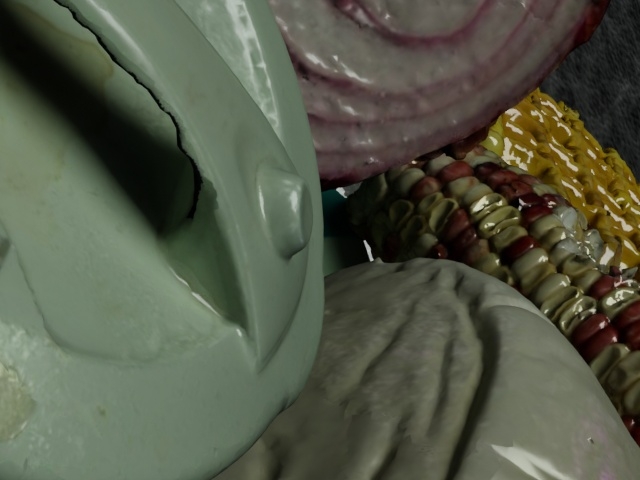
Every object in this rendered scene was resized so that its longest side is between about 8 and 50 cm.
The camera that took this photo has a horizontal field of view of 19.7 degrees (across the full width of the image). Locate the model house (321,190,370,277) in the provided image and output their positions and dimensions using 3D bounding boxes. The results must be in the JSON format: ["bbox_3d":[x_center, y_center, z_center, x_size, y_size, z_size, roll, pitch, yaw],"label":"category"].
[{"bbox_3d":[-0.041,0.025,0.861,0.127,0.100,0.149,-2,70,-55],"label":"model house"}]

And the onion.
[{"bbox_3d":[-0.023,-0.121,0.771,0.216,0.206,0.207,50,4,-13],"label":"onion"}]

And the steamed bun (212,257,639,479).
[{"bbox_3d":[0.008,0.188,0.630,0.383,0.236,0.247,-50,117,-35],"label":"steamed bun"}]

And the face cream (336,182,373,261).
[{"bbox_3d":[0.000,0.000,0.959,0.073,0.073,0.283,-24,89,-57],"label":"face cream"}]

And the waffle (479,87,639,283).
[{"bbox_3d":[0.137,-0.029,1.103,0.309,0.065,0.283,19,29,-52],"label":"waffle"}]

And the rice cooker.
[{"bbox_3d":[-0.159,-0.021,0.567,0.288,0.277,0.288,33,43,-37],"label":"rice cooker"}]

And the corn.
[{"bbox_3d":[0.122,0.049,0.803,0.290,0.098,0.098,45,23,29],"label":"corn"}]
